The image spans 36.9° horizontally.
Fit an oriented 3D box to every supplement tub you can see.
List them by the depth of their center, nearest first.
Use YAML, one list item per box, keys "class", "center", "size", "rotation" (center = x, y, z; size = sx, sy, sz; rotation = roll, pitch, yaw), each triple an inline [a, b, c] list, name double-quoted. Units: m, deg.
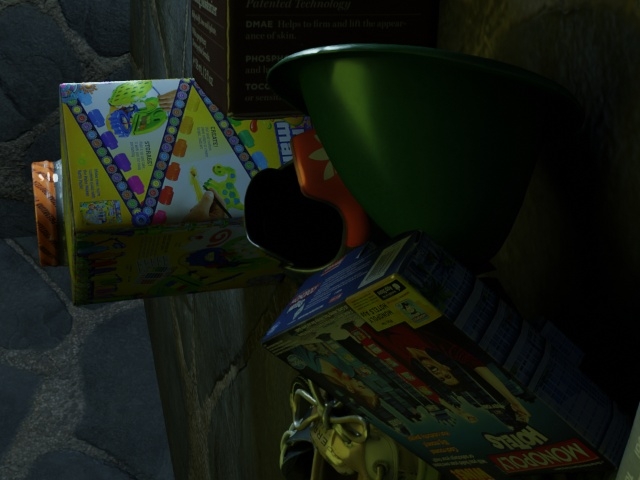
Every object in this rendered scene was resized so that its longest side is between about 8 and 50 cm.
- class: "supplement tub"
  center: [-0.258, -0.049, 1.418]
  size: [0.193, 0.316, 0.194]
  rotation: [175, 90, -74]

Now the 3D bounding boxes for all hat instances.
- class: "hat"
  center: [0.058, 0.007, 0.542]
  size: [0.173, 0.208, 0.184]
  rotation: [63, -144, -81]

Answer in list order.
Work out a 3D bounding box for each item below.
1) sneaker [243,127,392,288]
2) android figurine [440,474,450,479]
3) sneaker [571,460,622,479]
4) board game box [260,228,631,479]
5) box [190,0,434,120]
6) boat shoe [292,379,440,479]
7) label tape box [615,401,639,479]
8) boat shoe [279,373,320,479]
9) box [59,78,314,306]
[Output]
- class: "sneaker"
  center: [0.000, 0.000, 0.834]
  size: [0.350, 0.148, 0.131]
  rotation: [112, 149, -58]
- class: "android figurine"
  center: [0.097, 0.193, 0.726]
  size: [0.248, 0.056, 0.273]
  rotation: [132, 130, -69]
- class: "sneaker"
  center: [0.154, 0.195, 0.536]
  size: [0.069, 0.082, 0.209]
  rotation: [-37, -29, -58]
- class: "board game box"
  center: [0.084, 0.083, 0.545]
  size: [0.060, 0.194, 0.194]
  rotation: [-54, 9, -26]
- class: "box"
  center: [-0.012, -0.217, 0.777]
  size: [0.168, 0.167, 0.203]
  rotation: [-130, 38, -64]
- class: "boat shoe"
  center: [0.027, 0.173, 0.695]
  size: [0.104, 0.089, 0.285]
  rotation: [-136, 42, -65]
- class: "label tape box"
  center: [0.201, 0.207, 0.271]
  size: [0.334, 0.105, 0.241]
  rotation: [-118, 27, -54]
- class: "boat shoe"
  center: [0.004, 0.228, 0.988]
  size: [0.302, 0.091, 0.114]
  rotation: [-128, 36, -62]
- class: "box"
  center: [-0.169, -0.052, 1.173]
  size: [0.290, 0.279, 0.177]
  rotation: [126, 137, -65]
